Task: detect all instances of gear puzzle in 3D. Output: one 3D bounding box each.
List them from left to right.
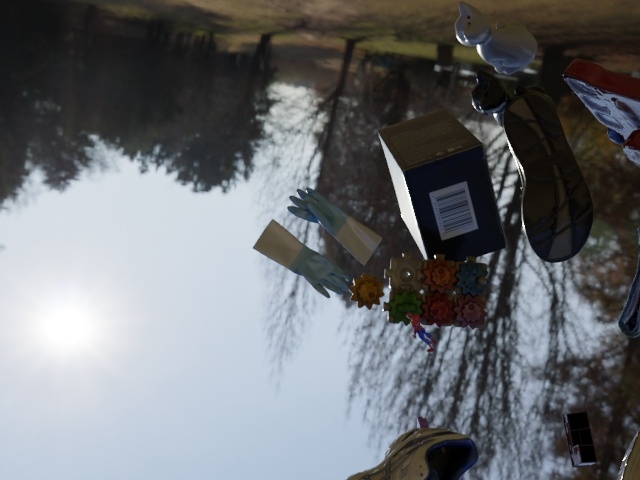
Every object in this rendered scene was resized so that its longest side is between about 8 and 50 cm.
[{"bbox_3d":[0.235,0.117,1.825,0.339,0.175,0.044,4,178,-7],"label":"gear puzzle"}]

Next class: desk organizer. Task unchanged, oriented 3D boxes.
[{"bbox_3d":[0.646,0.493,1.930,0.047,0.130,0.050,0,154,-10],"label":"desk organizer"}]

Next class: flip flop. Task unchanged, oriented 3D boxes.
[{"bbox_3d":[0.365,-0.102,1.260,0.112,0.277,0.080,-17,171,15],"label":"flip flop"}]

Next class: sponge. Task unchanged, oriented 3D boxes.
[{"bbox_3d":[0.309,0.623,2.245,0.031,0.117,0.210,-3,-152,-3],"label":"sponge"}]

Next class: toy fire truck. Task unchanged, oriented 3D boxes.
[{"bbox_3d":[0.577,-0.195,1.331,0.302,0.169,0.254,31,-174,-39],"label":"toy fire truck"}]

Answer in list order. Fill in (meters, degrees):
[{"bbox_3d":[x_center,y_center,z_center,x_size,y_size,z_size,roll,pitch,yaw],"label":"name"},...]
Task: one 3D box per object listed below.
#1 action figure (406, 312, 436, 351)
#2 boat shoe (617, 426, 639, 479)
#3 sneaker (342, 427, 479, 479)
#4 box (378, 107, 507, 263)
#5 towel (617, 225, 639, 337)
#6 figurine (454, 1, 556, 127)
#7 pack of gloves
[{"bbox_3d":[0.219,0.199,1.712,0.030,0.115,0.038,-4,-138,38],"label":"action figure"},{"bbox_3d":[0.734,0.438,1.664,0.110,0.341,0.121,26,157,23],"label":"boat shoe"},{"bbox_3d":[0.114,0.371,1.129,0.296,0.112,0.131,-40,-170,-35],"label":"sneaker"},{"bbox_3d":[0.318,-0.148,2.084,0.212,0.293,0.395,-19,-156,2],"label":"box"},{"bbox_3d":[0.531,-0.062,1.104,0.040,0.370,0.271,26,155,29],"label":"towel"},{"bbox_3d":[0.309,-0.299,1.348,0.092,0.215,0.209,-22,162,37],"label":"figurine"},{"bbox_3d":[0.000,0.000,1.706,0.232,0.195,0.046,35,160,-2],"label":"pack of gloves"}]
